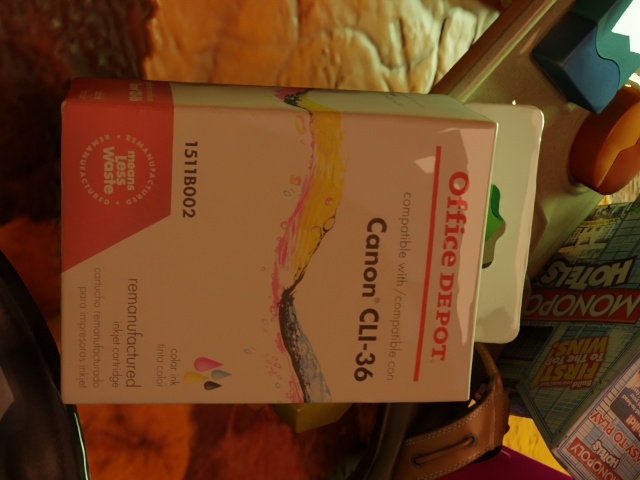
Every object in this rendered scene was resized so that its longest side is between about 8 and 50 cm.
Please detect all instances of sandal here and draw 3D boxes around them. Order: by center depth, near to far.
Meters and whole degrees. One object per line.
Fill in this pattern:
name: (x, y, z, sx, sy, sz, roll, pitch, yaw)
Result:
sandal: (0.063, 0.112, 0.568, 0.090, 0.060, 0.219, 9, 112, -55)

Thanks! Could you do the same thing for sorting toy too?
sorting toy: (0.087, -0.010, 0.551, 0.307, 0.041, 0.229, -48, 149, -8)

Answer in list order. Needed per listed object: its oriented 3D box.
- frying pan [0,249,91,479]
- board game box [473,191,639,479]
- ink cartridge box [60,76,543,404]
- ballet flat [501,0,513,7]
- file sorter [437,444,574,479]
frying pan: (-0.110, 0.132, 0.347, 0.197, 0.053, 0.326, -72, 146, -68)
board game box: (0.163, 0.055, 0.610, 0.060, 0.194, 0.194, 46, 67, -20)
ink cartridge box: (0.000, 0.000, 0.415, 0.198, 0.067, 0.115, 1, 106, -10)
ballet flat: (0.177, -0.156, 0.621, 0.241, 0.077, 0.091, -4, 104, -47)
file sorter: (0.160, 0.285, 0.602, 0.202, 0.290, 0.182, -48, 137, -25)
